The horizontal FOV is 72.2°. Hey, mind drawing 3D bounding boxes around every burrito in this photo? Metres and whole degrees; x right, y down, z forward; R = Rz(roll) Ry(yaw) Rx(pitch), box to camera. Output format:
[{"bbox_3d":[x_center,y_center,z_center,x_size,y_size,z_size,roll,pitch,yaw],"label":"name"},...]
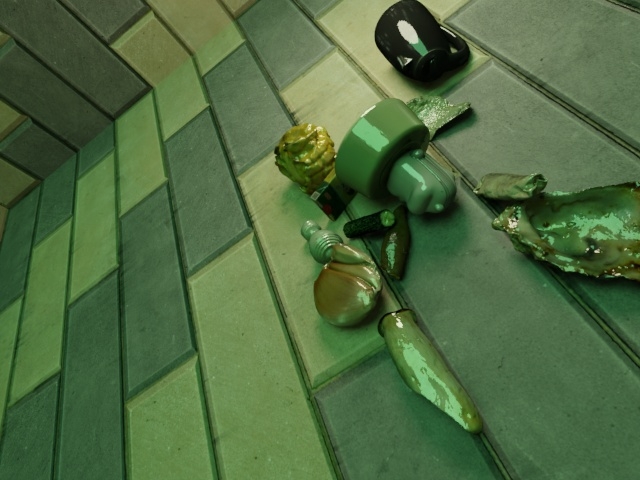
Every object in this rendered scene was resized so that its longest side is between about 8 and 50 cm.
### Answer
[{"bbox_3d":[0.465,-0.135,1.078,0.082,0.059,0.275,-44,8,2],"label":"burrito"}]

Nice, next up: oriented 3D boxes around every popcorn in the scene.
[{"bbox_3d":[-0.041,-0.284,1.495,0.190,0.250,0.250,-25,35,-35],"label":"popcorn"}]

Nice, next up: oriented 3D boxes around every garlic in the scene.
[{"bbox_3d":[0.085,0.137,1.207,0.228,0.110,0.217,34,94,49],"label":"garlic"}]

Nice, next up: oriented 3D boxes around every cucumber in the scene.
[{"bbox_3d":[0.141,-0.048,1.284,0.187,0.058,0.058,-16,49,55],"label":"cucumber"}]

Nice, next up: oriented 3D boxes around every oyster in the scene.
[{"bbox_3d":[0.572,-0.001,0.974,0.361,0.096,0.221,-6,63,31],"label":"oyster"}]

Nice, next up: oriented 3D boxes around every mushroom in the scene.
[{"bbox_3d":[0.238,0.297,1.010,0.107,0.087,0.333,-36,50,8],"label":"mushroom"}]

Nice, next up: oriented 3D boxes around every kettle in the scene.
[{"bbox_3d":[0.363,-0.668,1.506,0.268,0.207,0.290,-16,54,-10],"label":"kettle"}]

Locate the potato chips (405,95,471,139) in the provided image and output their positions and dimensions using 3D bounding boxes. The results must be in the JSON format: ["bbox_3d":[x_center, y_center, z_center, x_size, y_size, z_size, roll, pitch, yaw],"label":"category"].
[{"bbox_3d":[0.361,-0.397,1.405,0.228,0.059,0.167,17,78,35],"label":"potato chips"}]

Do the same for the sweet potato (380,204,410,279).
[{"bbox_3d":[0.211,-0.008,1.235,0.077,0.077,0.243,-6,59,31],"label":"sweet potato"}]

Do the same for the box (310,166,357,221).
[{"bbox_3d":[0.078,-0.187,1.404,0.235,0.132,0.034,-51,48,-6],"label":"box"}]

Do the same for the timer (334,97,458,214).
[{"bbox_3d":[0.244,-0.194,1.239,0.291,0.291,0.315,-45,67,1],"label":"timer"}]

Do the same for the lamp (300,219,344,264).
[{"bbox_3d":[0.000,0.000,1.359,0.106,0.106,0.193,-44,38,2],"label":"lamp"}]
